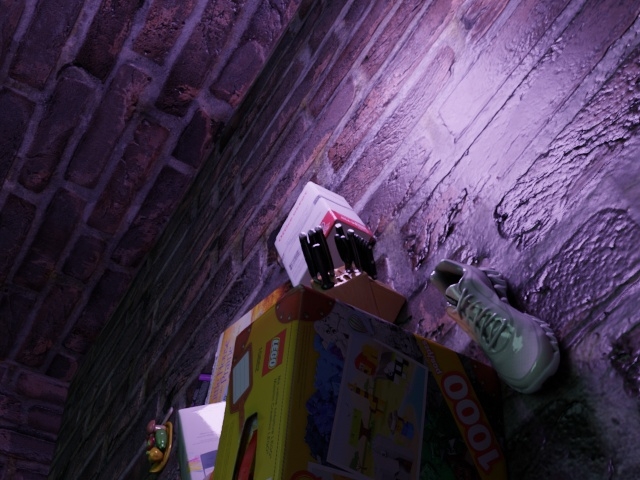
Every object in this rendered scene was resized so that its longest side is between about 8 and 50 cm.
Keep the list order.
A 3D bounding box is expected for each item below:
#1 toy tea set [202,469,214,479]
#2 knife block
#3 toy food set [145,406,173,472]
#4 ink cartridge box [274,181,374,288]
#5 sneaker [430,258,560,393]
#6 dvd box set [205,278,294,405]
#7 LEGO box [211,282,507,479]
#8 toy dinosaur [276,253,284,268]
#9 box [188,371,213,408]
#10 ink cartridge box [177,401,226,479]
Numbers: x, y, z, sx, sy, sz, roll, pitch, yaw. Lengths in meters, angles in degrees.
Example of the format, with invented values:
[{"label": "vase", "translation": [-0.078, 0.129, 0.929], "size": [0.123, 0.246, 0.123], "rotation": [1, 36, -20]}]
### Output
[{"label": "toy tea set", "translation": [-0.159, 0.417, 1.312], "size": [0.336, 0.124, 0.200], "rotation": [92, -176, -72]}, {"label": "knife block", "translation": [0.030, 0.115, 1.400], "size": [0.276, 0.242, 0.088], "rotation": [-64, 22, 3]}, {"label": "toy food set", "translation": [-0.536, 0.645, 2.306], "size": [0.128, 0.071, 0.218], "rotation": [-55, 25, 22]}, {"label": "ink cartridge box", "translation": [0.000, 0.000, 1.742], "size": [0.197, 0.114, 0.273], "rotation": [-60, 24, 14]}, {"label": "sneaker", "translation": [0.253, 0.122, 1.081], "size": [0.110, 0.118, 0.292], "rotation": [-57, 26, 15]}, {"label": "dvd box set", "translation": [-0.172, 0.310, 1.870], "size": [0.420, 0.062, 0.308], "rotation": [-39, 34, 46]}, {"label": "LEGO box", "translation": [0.055, 0.365, 0.936], "size": [0.193, 0.372, 0.501], "rotation": [-41, 33, 43]}, {"label": "toy dinosaur", "translation": [-0.079, -0.020, 1.998], "size": [0.212, 0.064, 0.112], "rotation": [-62, 22, 6]}, {"label": "box", "translation": [-0.356, 0.476, 2.142], "size": [0.116, 0.029, 0.162], "rotation": [-17, 51, 61]}, {"label": "ink cartridge box", "translation": [-0.225, 0.555, 1.535], "size": [0.354, 0.119, 0.207], "rotation": [-114, 25, -45]}]
